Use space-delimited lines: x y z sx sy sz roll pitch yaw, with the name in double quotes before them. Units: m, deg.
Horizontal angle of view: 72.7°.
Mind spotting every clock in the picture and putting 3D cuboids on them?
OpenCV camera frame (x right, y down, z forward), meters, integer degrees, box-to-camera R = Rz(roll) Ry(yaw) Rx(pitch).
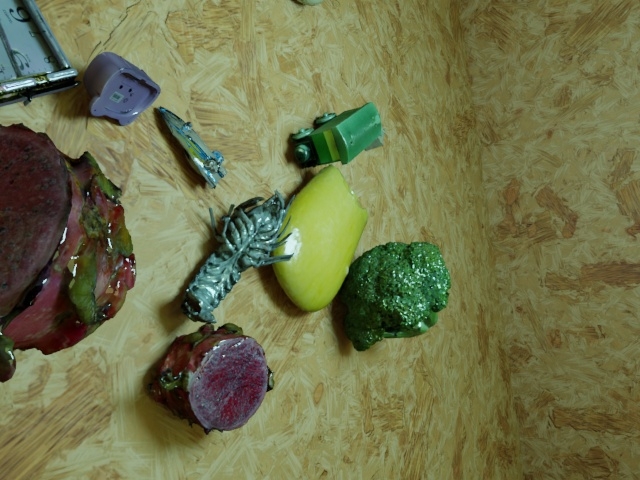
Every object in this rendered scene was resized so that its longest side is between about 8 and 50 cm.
"clock" -0.511 -0.326 0.657 0.186 0.084 0.253 -45 118 -47
"clock" -0.375 -0.279 0.807 0.050 0.110 0.153 45 7 2

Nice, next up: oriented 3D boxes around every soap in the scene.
"soap" -0.002 0.000 1.251 0.427 0.115 0.305 -59 134 -40

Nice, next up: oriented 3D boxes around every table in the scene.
"table" 0.194 -0.392 1.616 0.062 0.079 0.083 42 51 -40

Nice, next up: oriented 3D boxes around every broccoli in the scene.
"broccoli" 0.230 0.154 1.335 0.413 0.310 0.321 -47 158 -15

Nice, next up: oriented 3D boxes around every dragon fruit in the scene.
"dragon fruit" -0.411 0.034 0.609 0.263 0.297 0.313 84 10 -68
"dragon fruit" -0.230 0.269 0.890 0.282 0.147 0.210 23 75 -46

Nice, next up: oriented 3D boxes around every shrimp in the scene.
"shrimp" -0.178 0.011 0.992 0.221 0.166 0.410 43 63 -16

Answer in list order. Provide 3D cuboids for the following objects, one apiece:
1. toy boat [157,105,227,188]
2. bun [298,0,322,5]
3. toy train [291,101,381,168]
"toy boat" -0.283 -0.210 0.963 0.210 0.066 0.084 52 12 -22
"bun" -0.061 -0.814 1.341 0.188 0.111 0.163 32 42 -43
"toy train" 0.046 -0.314 1.305 0.301 0.203 0.120 -47 125 -47
